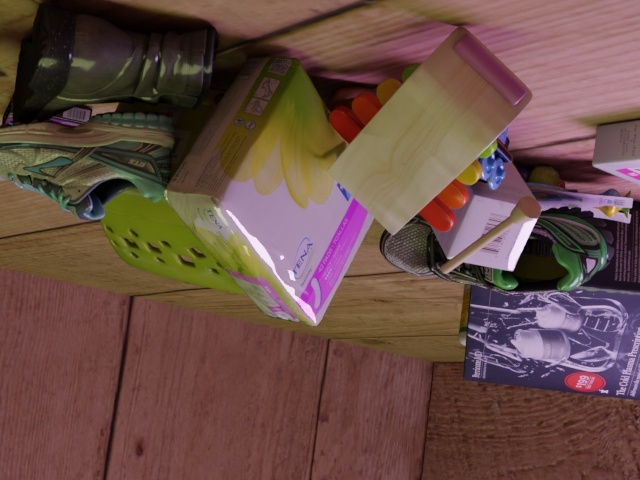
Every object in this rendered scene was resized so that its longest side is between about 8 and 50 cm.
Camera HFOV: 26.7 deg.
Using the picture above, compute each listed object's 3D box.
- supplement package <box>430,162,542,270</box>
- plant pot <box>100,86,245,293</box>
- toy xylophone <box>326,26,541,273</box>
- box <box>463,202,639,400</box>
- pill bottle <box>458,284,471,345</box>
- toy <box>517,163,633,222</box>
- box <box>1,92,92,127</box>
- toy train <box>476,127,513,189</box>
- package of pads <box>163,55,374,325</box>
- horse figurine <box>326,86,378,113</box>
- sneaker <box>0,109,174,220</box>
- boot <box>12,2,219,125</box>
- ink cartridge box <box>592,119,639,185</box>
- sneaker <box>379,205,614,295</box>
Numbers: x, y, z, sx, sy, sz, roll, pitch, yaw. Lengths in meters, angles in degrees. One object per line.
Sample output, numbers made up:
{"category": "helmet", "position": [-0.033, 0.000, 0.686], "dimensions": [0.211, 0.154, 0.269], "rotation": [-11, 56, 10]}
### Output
{"category": "supplement package", "position": [0.212, -0.055, 1.841], "dimensions": [0.105, 0.105, 0.179], "rotation": [10, -150, -19]}
{"category": "plant pot", "position": [-0.174, -0.084, 1.790], "dimensions": [0.228, 0.227, 0.207], "rotation": [12, 159, 27]}
{"category": "toy xylophone", "position": [0.132, -0.091, 1.569], "dimensions": [0.236, 0.081, 0.322], "rotation": [49, 146, -7]}
{"category": "box", "position": [0.402, 0.094, 2.219], "dimensions": [0.312, 0.179, 0.343], "rotation": [6, 146, 8]}
{"category": "pill bottle", "position": [0.321, 0.092, 2.480], "dimensions": [0.117, 0.209, 0.117], "rotation": [7, 169, 1]}
{"category": "toy", "position": [0.343, -0.077, 1.994], "dimensions": [0.237, 0.056, 0.137], "rotation": [11, 169, 13]}
{"category": "box", "position": [-0.415, -0.181, 2.032], "dimensions": [0.116, 0.029, 0.162], "rotation": [11, 170, -17]}
{"category": "toy train", "position": [0.190, -0.131, 1.686], "dimensions": [0.080, 0.105, 0.184], "rotation": [12, 172, 27]}
{"category": "package of pads", "position": [-0.052, -0.053, 1.690], "dimensions": [0.101, 0.229, 0.296], "rotation": [11, 151, 36]}
{"category": "horse figurine", "position": [0.067, -0.153, 1.767], "dimensions": [0.174, 0.066, 0.263], "rotation": [1, 170, 5]}
{"category": "sneaker", "position": [-0.316, -0.084, 1.653], "dimensions": [0.283, 0.122, 0.110], "rotation": [-7, 173, 13]}
{"category": "boot", "position": [-0.257, -0.192, 1.668], "dimensions": [0.222, 0.118, 0.338], "rotation": [6, 175, -19]}
{"category": "ink cartridge box", "position": [0.532, -0.101, 1.747], "dimensions": [0.275, 0.060, 0.239], "rotation": [16, 167, -39]}
{"category": "sneaker", "position": [0.238, 0.007, 1.952], "dimensions": [0.343, 0.134, 0.146], "rotation": [1, -163, 29]}
